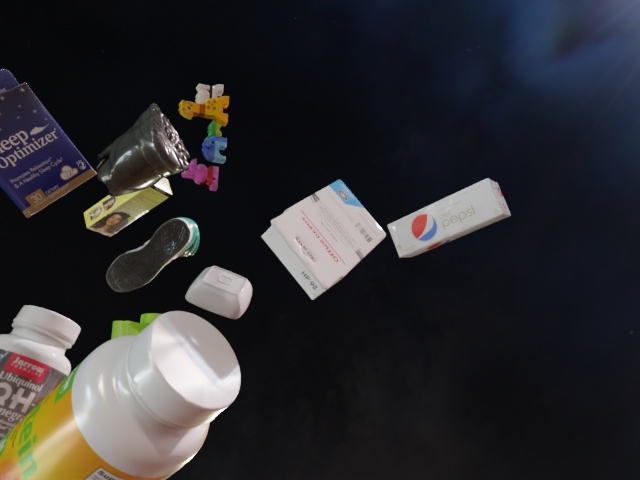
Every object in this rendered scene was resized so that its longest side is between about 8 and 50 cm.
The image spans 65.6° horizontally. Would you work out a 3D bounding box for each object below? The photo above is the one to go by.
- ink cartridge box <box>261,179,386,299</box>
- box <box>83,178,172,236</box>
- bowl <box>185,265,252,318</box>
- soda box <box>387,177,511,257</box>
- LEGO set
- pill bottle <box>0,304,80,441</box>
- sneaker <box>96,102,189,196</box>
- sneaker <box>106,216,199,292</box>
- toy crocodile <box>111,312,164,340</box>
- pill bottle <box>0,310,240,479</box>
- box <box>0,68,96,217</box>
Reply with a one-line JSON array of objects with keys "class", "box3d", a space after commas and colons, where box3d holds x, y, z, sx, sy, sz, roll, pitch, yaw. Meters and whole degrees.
[{"class": "ink cartridge box", "box3d": [0.000, 0.000, 0.630, 0.060, 0.104, 0.180, -41, -3, 36]}, {"class": "box", "box3d": [-0.522, -0.099, 1.348, 0.232, 0.058, 0.087, -32, -27, 14]}, {"class": "bowl", "box3d": [-0.231, 0.113, 1.171, 0.142, 0.142, 0.053, 22, -69, -1]}, {"class": "soda box", "box3d": [0.243, -0.038, 0.954, 0.216, 0.074, 0.069, -26, -15, 30]}, {"class": "LEGO set", "box3d": [-0.237, -0.224, 0.983, 0.093, 0.087, 0.227, 6, -103, -25]}, {"class": "pill bottle", "box3d": [-0.638, 0.305, 1.030, 0.176, 0.319, 0.176, 13, -30, 7]}, {"class": "sneaker", "box3d": [-0.286, -0.141, 0.788, 0.130, 0.286, 0.109, -32, -72, -2]}, {"class": "sneaker", "box3d": [-0.459, 0.030, 1.421, 0.295, 0.178, 0.124, -35, -88, 11]}, {"class": "toy crocodile", "box3d": [-0.371, 0.239, 1.176, 0.105, 0.115, 0.340, -9, -15, 20]}, {"class": "pill bottle", "box3d": [-0.195, 0.178, 0.479, 0.245, 0.136, 0.136, -41, -46, 19]}, {"class": "box", "box3d": [-0.512, -0.169, 0.842, 0.136, 0.036, 0.225, -46, -67, -33]}]
